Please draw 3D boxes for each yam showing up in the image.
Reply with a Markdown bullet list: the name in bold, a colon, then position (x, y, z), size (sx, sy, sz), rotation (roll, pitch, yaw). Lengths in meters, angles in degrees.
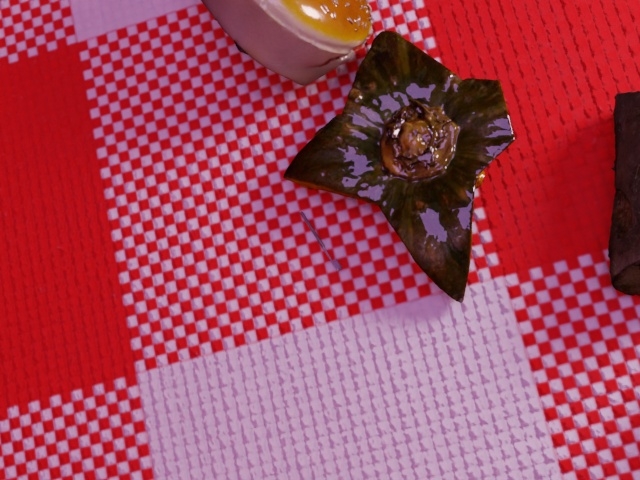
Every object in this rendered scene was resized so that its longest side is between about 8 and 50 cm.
- **yam**: position (0.417, -0.068, 1.119), size (0.154, 0.154, 0.254), rotation (5, 75, 13)

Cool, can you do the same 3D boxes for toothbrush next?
- **toothbrush**: position (0.000, 0.000, 1.257), size (0.008, 0.006, 0.097), rotation (-34, 73, 1)

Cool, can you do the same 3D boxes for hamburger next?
- **hamburger**: position (-0.062, -0.340, 1.242), size (0.151, 0.227, 0.295), rotation (-42, 74, 24)

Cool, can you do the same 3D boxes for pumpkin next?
- **pumpkin**: position (0.124, -0.108, 1.212), size (0.290, 0.095, 0.258), rotation (33, 89, 20)
